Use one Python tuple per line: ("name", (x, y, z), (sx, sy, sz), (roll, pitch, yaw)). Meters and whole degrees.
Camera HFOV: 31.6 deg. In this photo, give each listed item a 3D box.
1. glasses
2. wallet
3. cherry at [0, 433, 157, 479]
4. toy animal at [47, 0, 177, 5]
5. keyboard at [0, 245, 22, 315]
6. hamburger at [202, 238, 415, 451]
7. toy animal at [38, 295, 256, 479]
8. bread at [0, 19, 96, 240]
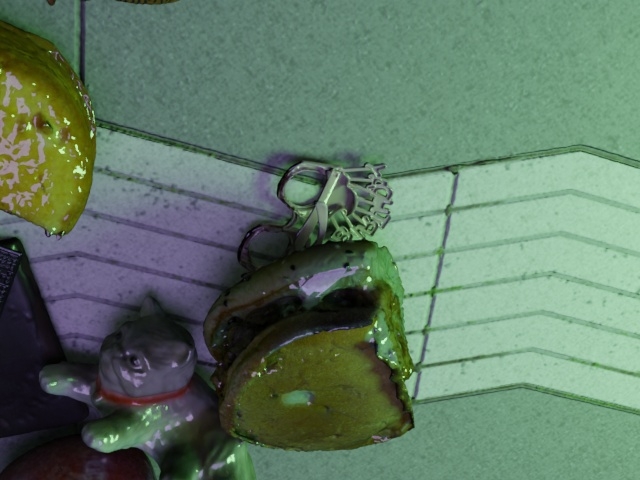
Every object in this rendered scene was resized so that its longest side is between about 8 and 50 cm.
("glasses", (0.004, -0.002, 1.510), (0.162, 0.095, 0.255), (20, 118, -32))
("wallet", (-0.444, 0.145, 1.567), (0.165, 0.042, 0.309), (-14, 121, -1))
("cherry", (-0.363, 0.408, 1.632), (0.285, 0.213, 0.236), (-36, 127, 3))
("toy animal", (-0.228, -0.321, 1.321), (0.241, 0.056, 0.099), (2, 126, -10))
("keyboard", (-0.442, 0.072, 1.500), (0.053, 0.010, 0.155), (20, 113, -14))
("hamburger", (-0.011, 0.152, 1.492), (0.277, 0.195, 0.318), (-12, 145, 2))
("toy animal", (-0.182, 0.236, 1.544), (0.188, 0.308, 0.266), (-52, 141, 5))
("bread", (-0.391, -0.158, 1.307), (0.340, 0.194, 0.179), (26, 107, -26))
